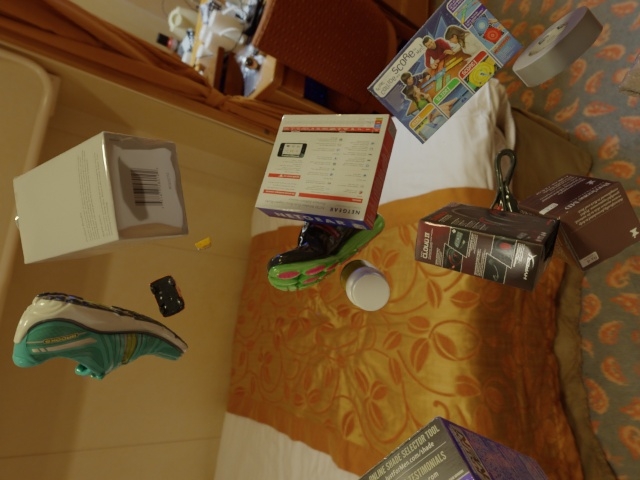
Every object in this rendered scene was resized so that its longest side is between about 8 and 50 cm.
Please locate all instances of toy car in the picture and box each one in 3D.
[{"bbox_3d":[-0.190,0.055,0.586,0.122,0.060,0.040,-42,-2,-10],"label":"toy car"}]

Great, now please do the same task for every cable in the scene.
[{"bbox_3d":[0.556,-0.133,1.226,0.140,0.072,0.286,-10,76,7],"label":"cable"}]

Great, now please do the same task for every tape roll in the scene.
[{"bbox_3d":[0.665,-0.544,1.135,0.219,0.072,0.219,-47,10,11],"label":"tape roll"}]

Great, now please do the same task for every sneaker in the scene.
[{"bbox_3d":[0.000,0.000,1.256,0.202,0.483,0.185,49,137,11],"label":"sneaker"},{"bbox_3d":[-0.331,0.160,0.628,0.107,0.275,0.109,11,75,33],"label":"sneaker"}]

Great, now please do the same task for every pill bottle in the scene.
[{"bbox_3d":[0.125,0.125,1.138,0.208,0.119,0.119,-127,53,-84],"label":"pill bottle"}]

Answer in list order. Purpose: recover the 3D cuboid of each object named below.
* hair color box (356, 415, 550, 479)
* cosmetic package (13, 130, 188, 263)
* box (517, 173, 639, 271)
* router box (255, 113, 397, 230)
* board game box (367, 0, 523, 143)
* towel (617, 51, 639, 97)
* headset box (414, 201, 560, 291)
[{"bbox_3d":[0.228,0.406,0.619,0.185,0.339,0.110,-47,33,14],"label":"hair color box"},{"bbox_3d":[-0.459,-0.071,0.816,0.366,0.155,0.196,-8,90,34],"label":"cosmetic package"},{"bbox_3d":[0.671,-0.056,1.050,0.169,0.167,0.203,-33,13,7],"label":"box"},{"bbox_3d":[0.012,-0.200,1.116,0.336,0.082,0.300,10,77,27],"label":"router box"},{"bbox_3d":[0.194,-0.277,0.648,0.201,0.136,0.035,-44,4,24],"label":"board game box"},{"bbox_3d":[1.078,-0.477,1.196,0.282,0.049,0.187,30,72,29],"label":"towel"},{"bbox_3d":[0.379,-0.003,0.951,0.294,0.218,0.110,16,115,35],"label":"headset box"}]
